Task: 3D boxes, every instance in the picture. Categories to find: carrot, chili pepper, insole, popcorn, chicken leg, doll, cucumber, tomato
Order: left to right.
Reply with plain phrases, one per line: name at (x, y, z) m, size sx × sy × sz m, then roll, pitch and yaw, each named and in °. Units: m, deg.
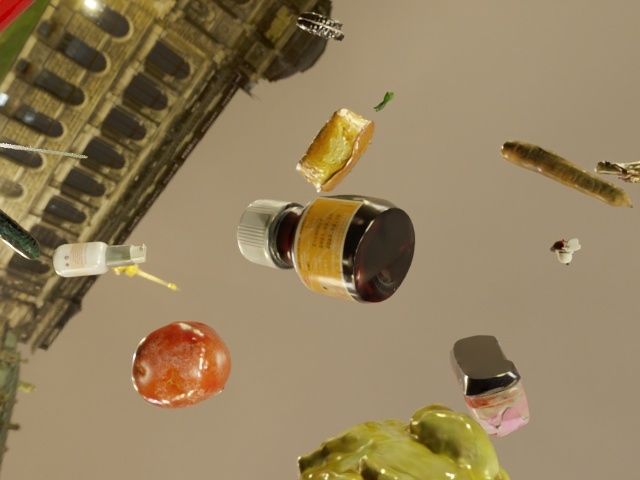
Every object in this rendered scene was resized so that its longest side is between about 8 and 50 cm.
cucumber at (-0.425, -0.006, 0.701) m, size 0.032 × 0.133 × 0.032 m, roll -1°, pitch -117°, yaw 2°
insole at (-0.437, -0.138, 0.765) m, size 0.053 × 0.153 × 0.002 m, roll -173°, pitch -91°, yaw -70°
tomato at (-0.329, 0.288, 1.215) m, size 0.232 × 0.232 × 0.188 m, roll 17°, pitch -67°, yaw 54°
chili pepper at (0.197, -0.427, 1.561) m, size 0.091 × 0.030 × 0.034 m, roll -42°, pitch -131°, yaw 48°
popcorn at (0.075, 0.282, 0.513) m, size 0.255 × 0.256 × 0.194 m, roll -24°, pitch -114°, yaw 19°
carrot at (0.592, -0.168, 1.222) m, size 0.342 × 0.070 × 0.070 m, roll 37°, pitch -84°, yaw 38°
doll at (0.543, 0.016, 1.119) m, size 0.040 × 0.085 × 0.058 m, roll -16°, pitch -125°, yaw 4°
chicken leg at (0.555, -0.111, 0.848) m, size 0.093 × 0.070 × 0.178 m, roll -40°, pitch -143°, yaw -23°

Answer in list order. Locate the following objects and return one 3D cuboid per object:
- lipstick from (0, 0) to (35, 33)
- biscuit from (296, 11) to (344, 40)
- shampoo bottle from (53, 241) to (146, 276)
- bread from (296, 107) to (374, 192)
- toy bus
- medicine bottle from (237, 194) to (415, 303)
lipstick at (-0.535, -0.499, 0.938) m, size 0.279 × 0.073 × 0.073 m, roll -52°, pitch -146°, yaw -11°
biscuit at (0.005, -0.329, 0.777) m, size 0.087 × 0.089 × 0.027 m, roll 27°, pitch -71°, yaw 22°
shampoo bottle at (-0.488, 0.039, 1.130) m, size 0.074 × 0.192 × 0.073 m, roll 175°, pitch -90°, yaw -83°
bread at (0.045, -0.262, 1.469) m, size 0.268 × 0.146 × 0.268 m, roll -52°, pitch -176°, yaw 5°
toy bus at (0.381, 0.320, 1.151) m, size 0.128 × 0.147 × 0.302 m, roll -19°, pitch -175°, yaw 8°
medicine bottle at (0.000, 0.000, 1.182) m, size 0.395 × 0.243 × 0.242 m, roll 12°, pitch -105°, yaw 41°
